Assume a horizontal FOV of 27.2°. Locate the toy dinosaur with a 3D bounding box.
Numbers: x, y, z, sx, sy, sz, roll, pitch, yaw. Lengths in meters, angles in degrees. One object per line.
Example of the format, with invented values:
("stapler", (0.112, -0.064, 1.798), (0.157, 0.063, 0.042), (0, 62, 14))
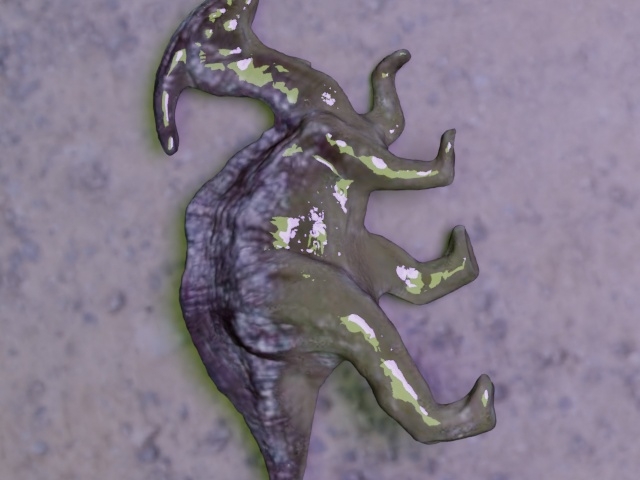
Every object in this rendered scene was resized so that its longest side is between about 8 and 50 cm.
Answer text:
("toy dinosaur", (0.001, -0.001, 0.719), (0.162, 0.077, 0.294), (-9, 77, 7))
